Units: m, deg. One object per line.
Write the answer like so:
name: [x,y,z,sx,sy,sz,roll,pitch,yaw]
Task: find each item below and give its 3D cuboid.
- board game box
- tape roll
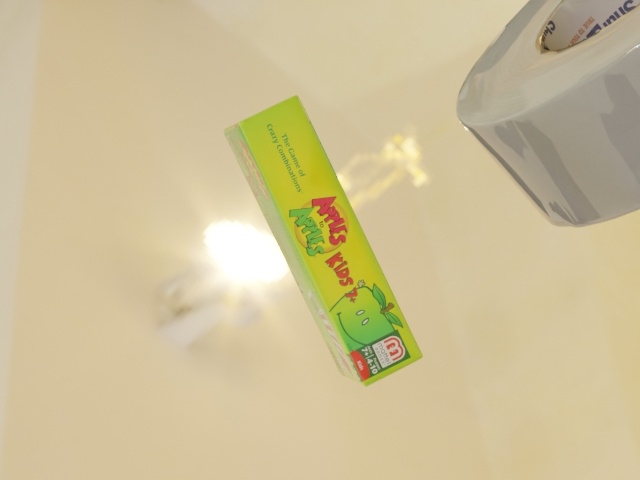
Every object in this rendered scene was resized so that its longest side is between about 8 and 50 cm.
board game box: [0.000,0.000,1.201,0.181,0.043,0.092,64,172,-4]
tape roll: [0.173,-0.105,0.928,0.072,0.219,0.219,48,-160,-14]
